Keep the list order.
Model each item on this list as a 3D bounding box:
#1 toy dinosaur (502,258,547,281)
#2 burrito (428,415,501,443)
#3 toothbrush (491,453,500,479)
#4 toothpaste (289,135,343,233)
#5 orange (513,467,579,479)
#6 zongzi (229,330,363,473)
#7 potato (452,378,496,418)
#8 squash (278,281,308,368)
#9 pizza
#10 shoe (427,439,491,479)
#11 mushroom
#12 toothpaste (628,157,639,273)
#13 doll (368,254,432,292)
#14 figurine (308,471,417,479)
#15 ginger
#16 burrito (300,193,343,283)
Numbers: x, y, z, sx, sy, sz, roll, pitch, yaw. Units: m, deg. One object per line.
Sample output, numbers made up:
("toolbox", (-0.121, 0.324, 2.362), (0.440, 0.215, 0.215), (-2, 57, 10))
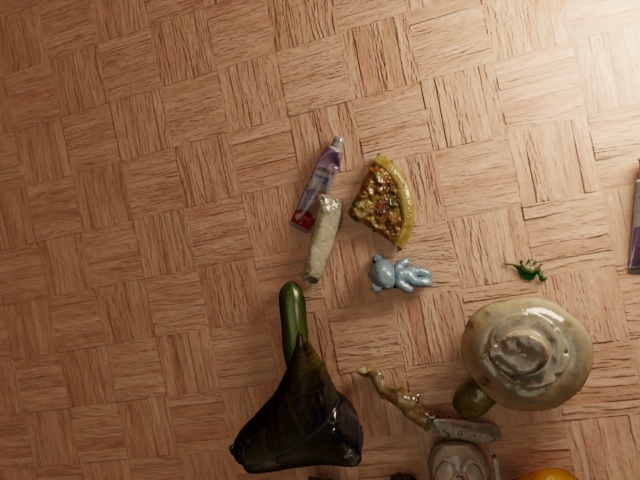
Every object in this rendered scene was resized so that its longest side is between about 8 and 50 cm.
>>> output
("toy dinosaur", (0.557, 0.080, 1.382), (0.120, 0.029, 0.060), (6, 106, 15))
("burrito", (0.400, 0.526, 1.408), (0.203, 0.064, 0.064), (8, 95, -1))
("toothbrush", (0.499, 0.729, 1.367), (0.040, 0.040, 0.386), (-8, 111, 15))
("toothpaste", (-0.005, -0.166, 1.506), (0.075, 0.048, 0.300), (26, 101, 8))
("orange", (0.610, 0.704, 1.300), (0.183, 0.249, 0.248), (-23, 87, -7))
("zongzi", (-0.126, 0.466, 1.444), (0.404, 0.208, 0.432), (-18, 111, 19))
("potato", (0.430, 0.438, 1.408), (0.091, 0.070, 0.138), (46, 103, 11))
("squash", (-0.078, 0.288, 1.529), (0.087, 0.087, 0.331), (-3, 94, 15))
("pizza", (0.167, -0.104, 1.456), (0.197, 0.058, 0.292), (-10, 90, 16))
("shoe", (0.389, 0.731, 1.369), (0.172, 0.198, 0.350), (-9, 92, 12))
("mushroom", (0.501, 0.281, 1.247), (0.315, 0.336, 0.314), (-3, 83, 24))
("toothpaste", (0.839, -0.060, 1.282), (0.114, 0.073, 0.299), (-4, 100, 15))
("doll", (0.225, 0.105, 1.454), (0.180, 0.075, 0.120), (9, 56, -5))
("figurine", (0.138, 0.758, 1.479), (0.316, 0.168, 0.187), (-14, 62, 5))
("ginger", (0.230, 0.447, 1.463), (0.288, 0.075, 0.089), (38, 105, 7))
("burrito", (0.000, 0.000, 1.501), (0.082, 0.059, 0.275), (13, 99, -27))
